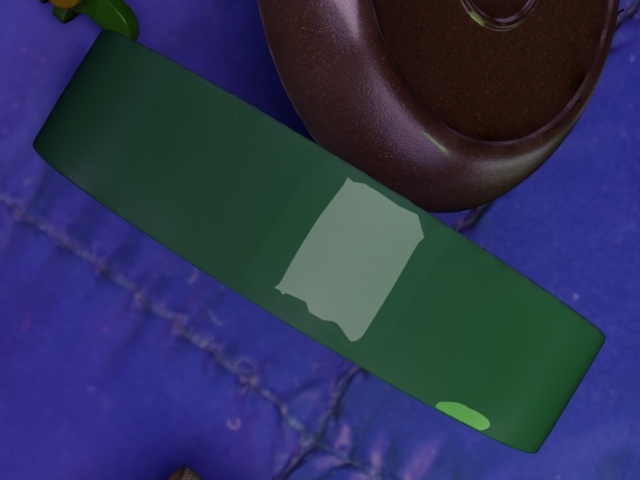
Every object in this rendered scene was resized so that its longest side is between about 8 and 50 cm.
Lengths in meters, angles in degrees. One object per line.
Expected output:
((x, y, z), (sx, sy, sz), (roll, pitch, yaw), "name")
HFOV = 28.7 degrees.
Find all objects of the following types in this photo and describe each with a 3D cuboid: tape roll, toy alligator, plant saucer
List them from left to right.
((-0.176, -0.198, 0.766), (0.051, 0.056, 0.190), (-21, 106, 33), "toy alligator")
((0.000, 0.000, 0.694), (0.321, 0.321, 0.077), (31, 90, -15), "tape roll")
((0.093, -0.170, 0.759), (0.310, 0.050, 0.311), (-5, 98, -40), "plant saucer")

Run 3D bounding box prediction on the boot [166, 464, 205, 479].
((-0.090, 0.293, 0.777), (0.203, 0.095, 0.262), (38, 85, -14), "boot")
